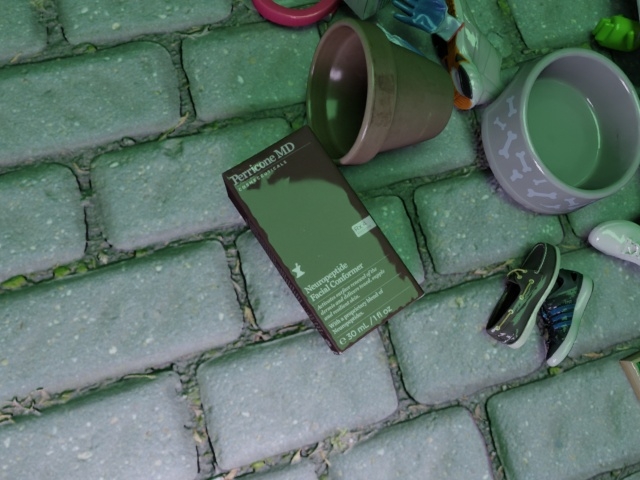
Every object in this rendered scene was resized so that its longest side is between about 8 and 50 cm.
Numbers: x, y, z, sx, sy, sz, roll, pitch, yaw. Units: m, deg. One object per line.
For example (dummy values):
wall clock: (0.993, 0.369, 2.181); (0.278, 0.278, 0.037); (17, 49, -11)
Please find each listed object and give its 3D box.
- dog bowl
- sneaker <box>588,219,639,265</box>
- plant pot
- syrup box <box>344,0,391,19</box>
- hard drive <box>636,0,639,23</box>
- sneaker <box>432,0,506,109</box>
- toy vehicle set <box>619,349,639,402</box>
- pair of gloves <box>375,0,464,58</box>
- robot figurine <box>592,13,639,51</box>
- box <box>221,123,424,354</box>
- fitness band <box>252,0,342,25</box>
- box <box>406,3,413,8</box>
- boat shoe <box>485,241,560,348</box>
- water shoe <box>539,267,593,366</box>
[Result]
dog bowl: (0.513, -0.231, 0.937); (0.349, 0.102, 0.349); (1, 86, -16)
sneaker: (0.666, 0.024, 0.928); (0.212, 0.094, 0.080); (18, 118, -2)
plant pot: (0.125, -0.275, 0.875); (0.229, 0.263, 0.263); (-4, 79, -24)
syrup box: (0.054, -0.587, 0.933); (0.096, 0.093, 0.237); (-40, 84, -11)
hard drive: (0.789, -0.510, 1.039); (0.203, 0.040, 0.307); (8, 76, -34)
sneaker: (0.332, -0.419, 0.995); (0.121, 0.099, 0.262); (-11, 88, -16)
toy vehicle set: (0.744, 0.336, 0.915); (0.166, 0.035, 0.267); (-22, 82, -10)
pair of gloves: (0.190, -0.433, 0.955); (0.159, 0.023, 0.198); (40, 114, 2)
robot figurine: (0.698, -0.479, 1.051); (0.115, 0.067, 0.101); (14, 47, -3)
box: (0.000, 0.000, 0.849); (0.191, 0.143, 0.381); (-34, 83, -11)
fitness band: (-0.036, -0.601, 1.006); (0.209, 0.054, 0.291); (25, 77, 2)
box: (0.264, -0.617, 0.982); (0.203, 0.114, 0.103); (-40, 86, 4)
boat shoe: (0.403, 0.098, 0.901); (0.068, 0.081, 0.228); (28, 80, -4)
water shoe: (0.478, 0.153, 0.915); (0.080, 0.073, 0.203); (23, 72, 21)
